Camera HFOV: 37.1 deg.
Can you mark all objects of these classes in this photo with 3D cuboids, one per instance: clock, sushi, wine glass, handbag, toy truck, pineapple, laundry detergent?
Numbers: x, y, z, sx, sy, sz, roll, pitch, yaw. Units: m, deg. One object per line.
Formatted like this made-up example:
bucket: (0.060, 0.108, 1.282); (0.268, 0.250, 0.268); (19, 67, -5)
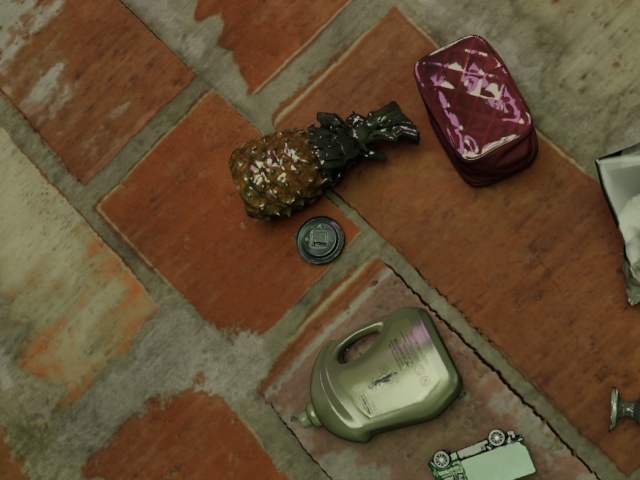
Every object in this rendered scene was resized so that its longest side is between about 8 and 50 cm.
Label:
clock: (0.000, 0.000, 1.592); (0.085, 0.017, 0.085); (-4, 75, 14)
sushi: (0.497, -0.012, 1.425); (0.134, 0.109, 0.272); (-13, 87, 8)
wine glass: (0.494, 0.249, 1.364); (0.155, 0.072, 0.072); (4, 77, 17)
handbag: (0.249, -0.204, 1.518); (0.146, 0.135, 0.225); (-28, 66, 8)
toy truck: (0.237, 0.330, 1.415); (0.147, 0.065, 0.079); (-21, 75, 8)
pineapple: (0.009, -0.137, 1.557); (0.310, 0.170, 0.141); (-21, 99, 5)
laundry detergent: (0.079, 0.220, 1.473); (0.253, 0.091, 0.181); (-27, 69, 7)
